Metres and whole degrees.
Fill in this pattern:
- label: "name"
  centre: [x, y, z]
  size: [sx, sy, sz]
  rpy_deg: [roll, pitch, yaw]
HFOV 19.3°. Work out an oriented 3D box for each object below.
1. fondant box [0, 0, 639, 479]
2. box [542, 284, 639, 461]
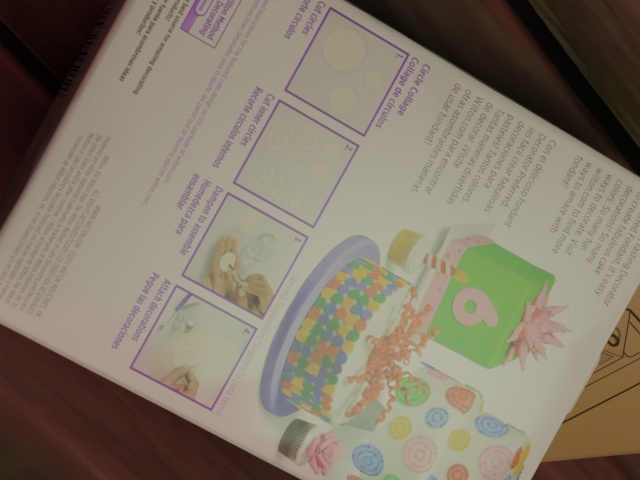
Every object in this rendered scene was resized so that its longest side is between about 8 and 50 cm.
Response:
- label: "fondant box"
  centre: [0.000, 0.000, 1.049]
  size: [0.330, 0.096, 0.238]
  rpy_deg: [29, 90, -13]
- label: "box"
  centre: [0.156, 0.075, 1.200]
  size: [0.201, 0.021, 0.164]
  rpy_deg: [-4, 126, -11]
